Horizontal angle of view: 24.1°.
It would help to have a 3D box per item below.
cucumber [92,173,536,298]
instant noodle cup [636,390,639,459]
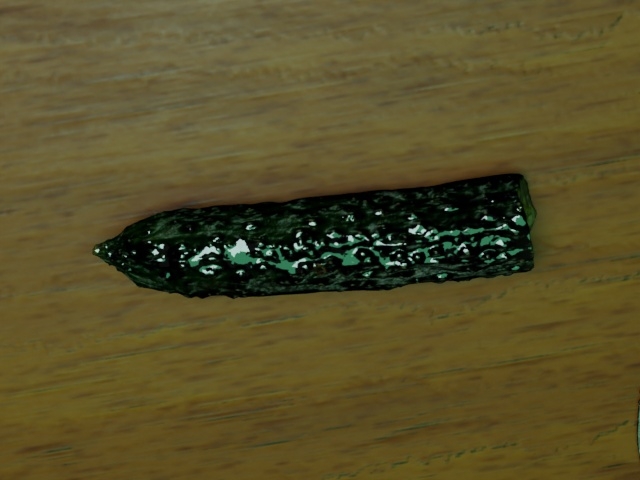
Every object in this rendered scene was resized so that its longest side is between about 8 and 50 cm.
[{"bbox_3d":[0.000,0.001,0.999,0.300,0.072,0.072,-4,106,-1],"label":"cucumber"},{"bbox_3d":[0.364,0.142,1.045,0.274,0.091,0.274,-1,107,-3],"label":"instant noodle cup"}]
